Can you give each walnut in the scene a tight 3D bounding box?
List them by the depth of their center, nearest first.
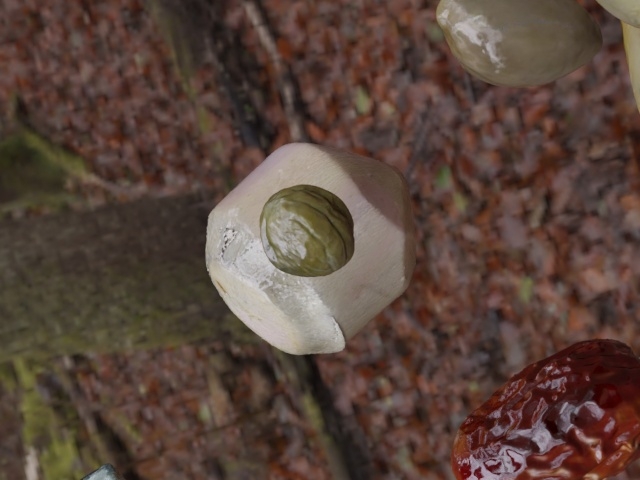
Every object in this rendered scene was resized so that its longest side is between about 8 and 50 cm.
[{"bbox_3d":[-0.012,-0.007,1.114,0.092,0.092,0.092,165,90,-73],"label":"walnut"}]

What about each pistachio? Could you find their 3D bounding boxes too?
[{"bbox_3d":[0.215,-0.229,1.389,0.124,0.184,0.125,179,90,-78],"label":"pistachio"}]

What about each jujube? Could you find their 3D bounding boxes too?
[{"bbox_3d":[0.185,0.149,1.008,0.109,0.176,0.112,60,-178,18],"label":"jujube"}]

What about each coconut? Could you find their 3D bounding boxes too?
[{"bbox_3d":[0.000,0.000,1.374,0.224,0.234,0.224,31,154,17],"label":"coconut"}]

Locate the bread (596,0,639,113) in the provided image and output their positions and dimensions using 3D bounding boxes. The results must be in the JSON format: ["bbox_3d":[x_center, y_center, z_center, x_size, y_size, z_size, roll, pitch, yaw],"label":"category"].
[{"bbox_3d":[0.222,-0.250,0.614,0.329,0.245,0.424,-153,49,-82],"label":"bread"}]

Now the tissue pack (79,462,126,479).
[{"bbox_3d":[-0.195,0.320,1.101,0.081,0.185,0.257,47,170,39],"label":"tissue pack"}]
